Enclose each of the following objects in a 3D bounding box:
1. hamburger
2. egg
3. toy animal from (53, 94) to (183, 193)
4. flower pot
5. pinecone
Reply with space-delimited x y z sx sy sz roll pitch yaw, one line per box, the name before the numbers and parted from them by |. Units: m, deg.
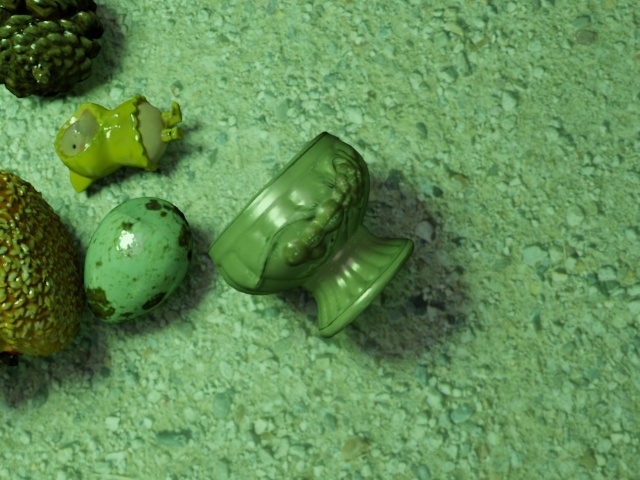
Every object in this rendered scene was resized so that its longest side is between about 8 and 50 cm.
hamburger | -0.537 0.055 1.363 0.250 0.330 0.330 -25 75 -3
egg | -0.312 0.035 1.419 0.169 0.169 0.231 30 88 11
toy animal | -0.355 -0.183 1.501 0.229 0.156 0.156 -12 75 13
flower pot | 0.000 0.000 1.346 0.244 0.307 0.307 43 83 -2
pinecone | -0.510 -0.379 1.518 0.243 0.244 0.257 -13 32 2
